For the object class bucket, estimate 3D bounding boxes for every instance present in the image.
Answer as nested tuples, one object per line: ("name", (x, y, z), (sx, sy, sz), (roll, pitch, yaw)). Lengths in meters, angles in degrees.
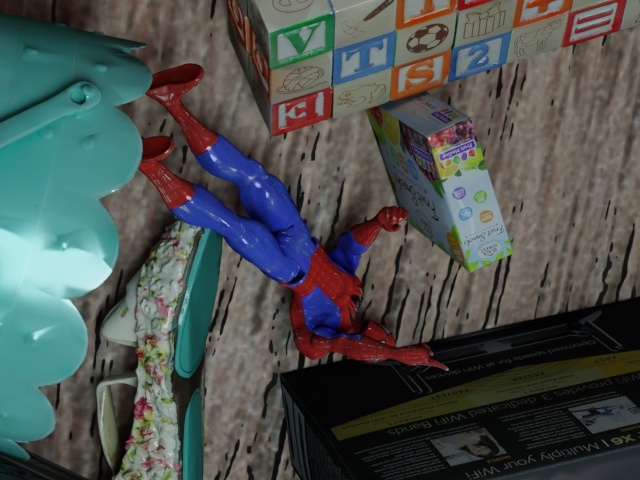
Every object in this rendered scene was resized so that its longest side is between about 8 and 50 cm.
("bucket", (-0.231, -0.017, 1.170), (0.183, 0.281, 0.281), (16, 101, -15))

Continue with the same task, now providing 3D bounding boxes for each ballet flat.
("ballet flat", (-0.116, 0.089, 1.331), (0.077, 0.091, 0.241), (8, 101, 11))

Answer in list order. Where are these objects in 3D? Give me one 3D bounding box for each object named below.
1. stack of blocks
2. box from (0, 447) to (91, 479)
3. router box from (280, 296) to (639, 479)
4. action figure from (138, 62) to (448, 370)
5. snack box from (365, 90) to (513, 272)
("stack of blocks", (0.091, -0.186, 1.250), (0.297, 0.087, 0.171), (-18, 153, -9))
("box", (-0.245, 0.147, 1.172), (0.183, 0.231, 0.056), (16, 92, -55))
("router box", (0.151, 0.135, 1.330), (0.308, 0.243, 0.081), (-11, 109, -12))
("action figure", (0.000, 0.000, 1.281), (0.280, 0.139, 0.091), (50, 50, -41))
("snack box", (0.077, -0.047, 1.308), (0.037, 0.141, 0.100), (-24, 111, -9))
